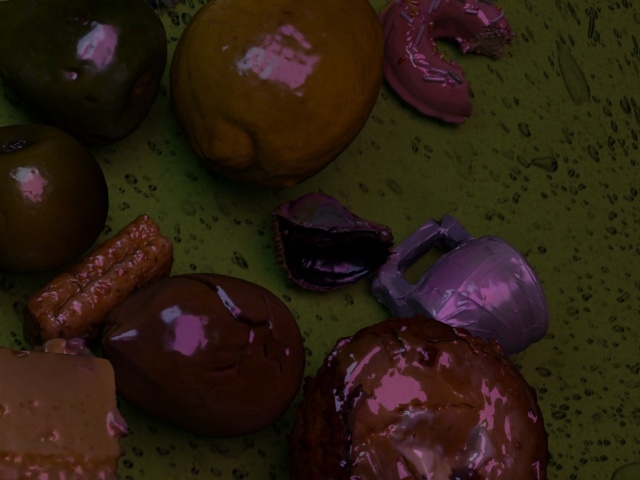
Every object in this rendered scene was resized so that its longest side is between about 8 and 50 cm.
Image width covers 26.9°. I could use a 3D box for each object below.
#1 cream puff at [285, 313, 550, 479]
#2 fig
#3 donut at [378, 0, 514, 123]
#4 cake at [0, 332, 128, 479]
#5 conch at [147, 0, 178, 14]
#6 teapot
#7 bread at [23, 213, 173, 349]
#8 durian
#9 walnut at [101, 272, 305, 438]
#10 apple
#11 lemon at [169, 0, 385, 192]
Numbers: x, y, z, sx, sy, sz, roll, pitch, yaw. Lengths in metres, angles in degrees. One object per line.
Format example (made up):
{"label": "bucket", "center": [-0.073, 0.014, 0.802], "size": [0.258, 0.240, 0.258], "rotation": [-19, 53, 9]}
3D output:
{"label": "cream puff", "center": [0.111, 0.262, 1.656], "size": [0.350, 0.229, 0.350], "rotation": [5, 77, -23]}
{"label": "fig", "center": [-0.339, -0.244, 1.697], "size": [0.275, 0.206, 0.206], "rotation": [27, 60, 13]}
{"label": "donut", "center": [0.180, -0.298, 1.990], "size": [0.199, 0.085, 0.233], "rotation": [34, 59, -7]}
{"label": "cake", "center": [-0.358, 0.214, 1.456], "size": [0.227, 0.222, 0.286], "rotation": [12, 65, -35]}
{"label": "conch", "center": [-0.240, -0.401, 1.857], "size": [0.106, 0.079, 0.170], "rotation": [-44, 106, -24]}
{"label": "teapot", "center": [0.184, 0.071, 1.805], "size": [0.178, 0.163, 0.221], "rotation": [-27, 83, -22]}
{"label": "bread", "center": [-0.268, 0.062, 1.641], "size": [0.083, 0.114, 0.211], "rotation": [41, 61, 12]}
{"label": "durian", "center": [-0.001, -0.003, 1.804], "size": [0.187, 0.119, 0.108], "rotation": [6, 32, -23]}
{"label": "walnut", "center": [-0.139, 0.133, 1.598], "size": [0.298, 0.203, 0.203], "rotation": [13, 62, -51]}
{"label": "apple", "center": [-0.353, -0.053, 1.602], "size": [0.196, 0.157, 0.196], "rotation": [-2, 33, 1]}
{"label": "lemon", "center": [-0.052, -0.223, 1.756], "size": [0.285, 0.285, 0.316], "rotation": [18, 84, -16]}
